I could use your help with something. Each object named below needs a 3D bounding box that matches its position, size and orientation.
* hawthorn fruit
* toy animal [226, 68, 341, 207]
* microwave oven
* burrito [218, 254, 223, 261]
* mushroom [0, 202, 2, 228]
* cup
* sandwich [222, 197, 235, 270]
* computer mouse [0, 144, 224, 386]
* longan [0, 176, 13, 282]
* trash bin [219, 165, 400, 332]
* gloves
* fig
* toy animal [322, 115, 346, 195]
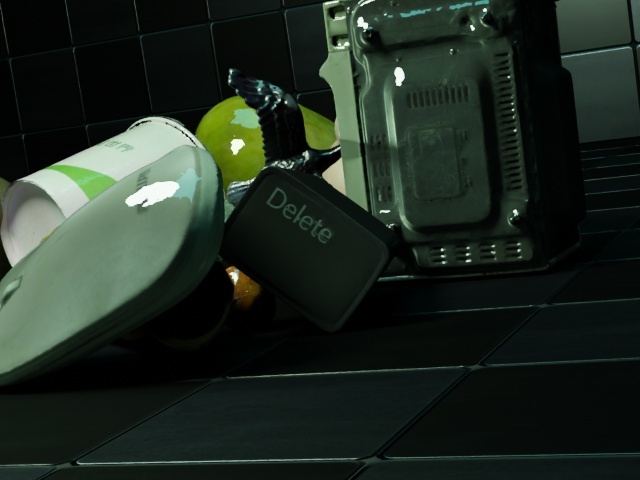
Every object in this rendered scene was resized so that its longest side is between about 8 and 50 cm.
[{"bbox_3d":[-0.084,0.063,1.428,0.077,0.077,0.077,-8,7,1],"label":"hawthorn fruit"},{"bbox_3d":[-0.027,-0.108,1.718,0.197,0.272,0.160,-19,-12,-39],"label":"toy animal"},{"bbox_3d":[0.167,-0.139,1.605,0.286,0.355,0.218,-4,6,24],"label":"microwave oven"},{"bbox_3d":[-0.239,0.038,1.626,0.309,0.096,0.066,-14,12,41],"label":"burrito"},{"bbox_3d":[-0.514,0.001,1.408,0.353,0.325,0.353,-2,1,0],"label":"mushroom"},{"bbox_3d":[-0.316,-0.038,1.929,0.253,0.253,0.274,-2,15,43],"label":"cup"},{"bbox_3d":[-0.116,0.001,1.785,0.301,0.099,0.271,-13,19,-39],"label":"sandwich"},{"bbox_3d":[-0.229,0.021,1.289,0.331,0.095,0.197,-33,35,18],"label":"computer mouse"},{"bbox_3d":[-0.555,-0.006,1.994,0.248,0.248,0.248,-8,7,1],"label":"longan"},{"bbox_3d":[0.000,0.000,1.440,0.165,0.115,0.225,35,10,6],"label":"trash bin"},{"bbox_3d":[-0.201,0.039,1.451,0.141,0.154,0.331,-29,20,-23],"label":"gloves"},{"bbox_3d":[-0.063,-0.122,2.254,0.326,0.258,0.258,6,5,-9],"label":"fig"},{"bbox_3d":[0.154,-0.085,1.910,0.269,0.237,0.326,0,3,-37],"label":"toy animal"}]
